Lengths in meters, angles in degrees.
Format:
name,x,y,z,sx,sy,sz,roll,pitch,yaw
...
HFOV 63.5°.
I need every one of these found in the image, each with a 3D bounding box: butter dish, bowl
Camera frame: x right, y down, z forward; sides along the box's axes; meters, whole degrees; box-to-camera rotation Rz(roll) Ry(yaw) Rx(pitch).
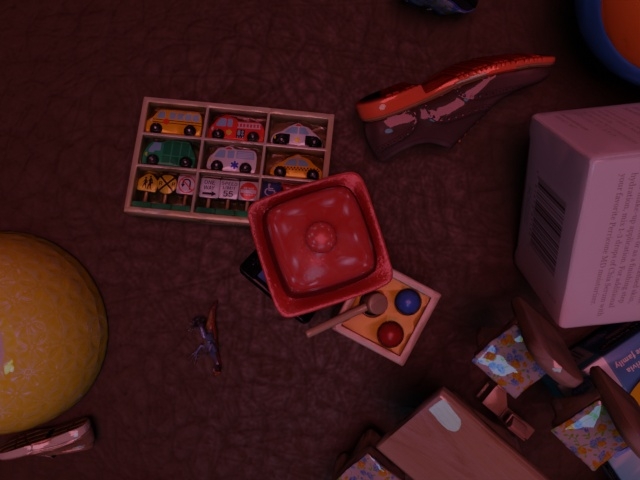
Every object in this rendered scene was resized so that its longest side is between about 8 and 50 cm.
name,x,y,z,sx,sy,sz,roll,pitch,yaw
butter dish,0.000,0.000,0.622,0.160,0.118,0.160,-18,85,-2
bowl,-0.454,0.133,0.681,0.289,0.156,0.290,0,92,0

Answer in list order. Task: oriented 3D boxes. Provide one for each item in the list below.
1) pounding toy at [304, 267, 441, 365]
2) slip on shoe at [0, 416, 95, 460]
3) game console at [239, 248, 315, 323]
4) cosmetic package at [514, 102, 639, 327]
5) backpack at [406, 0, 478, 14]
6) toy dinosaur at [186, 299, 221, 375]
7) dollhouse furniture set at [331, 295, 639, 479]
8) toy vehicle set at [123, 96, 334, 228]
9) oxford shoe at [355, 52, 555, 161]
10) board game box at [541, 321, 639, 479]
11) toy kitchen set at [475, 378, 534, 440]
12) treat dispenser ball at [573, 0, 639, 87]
name,x,y,z,sx,sy,sz,roll,pitch,yaw
pounding toy,0.070,0.096,0.708,0.141,0.100,0.130,28,91,-1
slip on shoe,-0.392,0.294,0.742,0.135,0.051,0.041,-17,104,-6
game console,-0.030,0.033,0.719,0.122,0.107,0.071,40,130,-1
cosmetic package,0.497,-0.049,0.635,0.453,0.161,0.230,-5,121,0
backpack,0.161,-0.362,0.694,0.114,0.084,0.105,9,95,-41
toy dinosaur,-0.156,0.148,0.741,0.090,0.047,0.082,-41,110,-9
dollhouse furniture set,0.246,0.348,0.589,0.394,0.256,0.362,41,111,-2
toy vehicle set,-0.121,-0.103,0.715,0.266,0.035,0.166,5,79,-1
oxford shoe,0.189,-0.187,0.715,0.271,0.097,0.098,-17,112,5
board game box,0.512,0.259,0.726,0.253,0.079,0.336,-34,92,1
toy kitchen set,0.282,0.229,0.729,0.083,0.068,0.075,40,91,-2
treat dispenser ball,0.453,-0.318,0.601,0.288,0.288,0.288,0,92,0
